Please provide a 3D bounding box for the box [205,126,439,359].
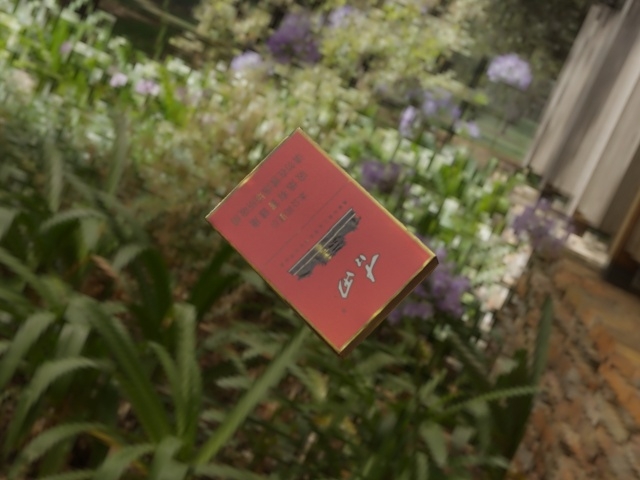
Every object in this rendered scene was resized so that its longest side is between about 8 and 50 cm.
[{"bbox_3d":[0.000,0.000,0.856,0.133,0.090,0.023,45,-2,19],"label":"box"}]
